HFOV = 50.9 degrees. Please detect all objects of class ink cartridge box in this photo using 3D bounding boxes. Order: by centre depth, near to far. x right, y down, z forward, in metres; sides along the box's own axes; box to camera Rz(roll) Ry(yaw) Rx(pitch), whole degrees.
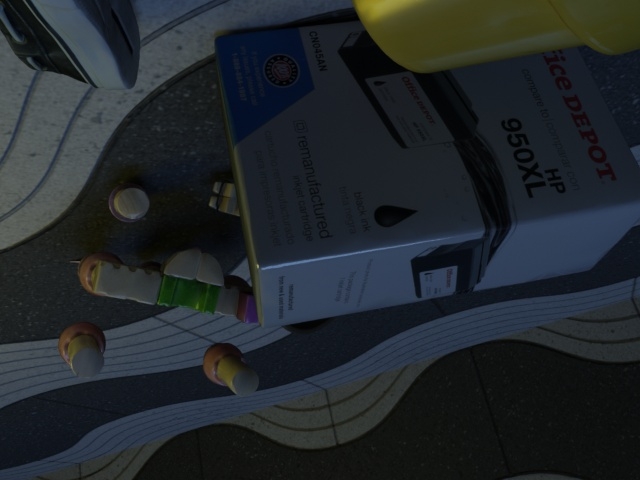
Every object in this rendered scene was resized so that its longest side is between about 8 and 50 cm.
[{"bbox_3d":[0.102,-0.092,0.743,0.395,0.285,0.166,-9,154,-8],"label":"ink cartridge box"}]

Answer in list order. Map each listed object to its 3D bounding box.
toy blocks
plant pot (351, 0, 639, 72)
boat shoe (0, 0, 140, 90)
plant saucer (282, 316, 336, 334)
[{"bbox_3d":[-0.224,0.054,1.031,0.289,0.308,0.260,13,179,-23],"label":"toy blocks"},{"bbox_3d":[0.155,-0.248,0.524,0.254,0.253,0.239,13,160,-43],"label":"plant pot"},{"bbox_3d":[-0.227,-0.200,0.510,0.119,0.121,0.335,-1,165,-4],"label":"boat shoe"},{"bbox_3d":[0.000,0.000,0.974,0.041,0.277,0.278,19,171,31],"label":"plant saucer"}]
